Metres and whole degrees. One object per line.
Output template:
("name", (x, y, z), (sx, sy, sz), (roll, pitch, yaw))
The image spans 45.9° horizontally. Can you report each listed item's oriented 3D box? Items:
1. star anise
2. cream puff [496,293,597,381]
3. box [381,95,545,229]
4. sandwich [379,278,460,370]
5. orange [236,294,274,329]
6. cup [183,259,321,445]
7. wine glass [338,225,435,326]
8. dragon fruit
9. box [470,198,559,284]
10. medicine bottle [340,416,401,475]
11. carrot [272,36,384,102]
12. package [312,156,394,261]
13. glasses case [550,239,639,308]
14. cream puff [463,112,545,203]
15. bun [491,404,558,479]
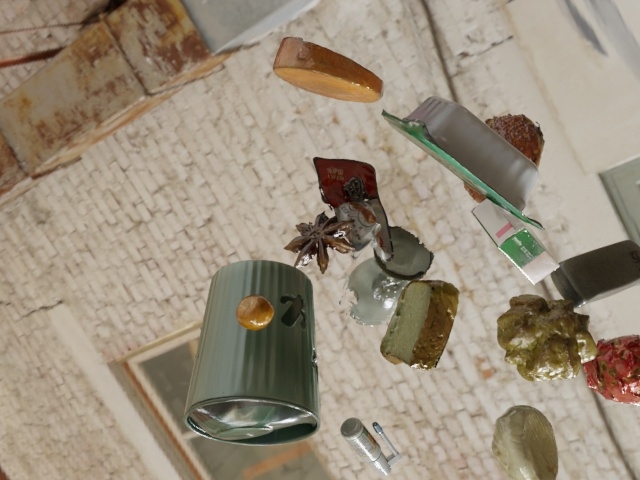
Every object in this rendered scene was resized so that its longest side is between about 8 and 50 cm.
("star anise", (0.000, -0.001, 1.612), (0.057, 0.168, 0.167), (58, -151, -42))
("cream puff", (0.570, 0.240, 1.901), (0.244, 0.196, 0.244), (5, -101, -25))
("box", (0.298, -0.177, 1.494), (0.337, 0.106, 0.264), (33, -171, -21))
("sandwich", (0.245, 0.208, 1.867), (0.087, 0.251, 0.226), (19, -97, -12))
("orange", (-0.141, 0.156, 1.628), (0.070, 0.083, 0.083), (59, -150, -37))
("cup", (-0.150, 0.299, 1.841), (0.401, 0.310, 0.392), (91, -179, -57))
("wine glass", (0.184, 0.113, 2.198), (0.191, 0.357, 0.190), (9, -121, -15))
("dragon fruit", (0.862, 0.353, 2.083), (0.205, 0.268, 0.210), (-25, -95, -34))
("box", (0.440, -0.005, 1.702), (0.199, 0.081, 0.135), (35, -160, -39))
("medicine bottle", (0.136, 0.531, 1.958), (0.220, 0.092, 0.061), (57, 172, -36))
("carrot", (0.027, -0.452, 2.040), (0.307, 0.258, 0.100), (16, -88, -7))
("package", (0.084, -0.072, 1.762), (0.194, 0.071, 0.269), (10, -129, -44))
("glasses case", (0.768, 0.087, 2.051), (0.323, 0.074, 0.131), (-14, -115, -31))
("cream puff", (0.425, -0.193, 1.791), (0.164, 0.240, 0.240), (24, -141, 0))
("bun", (0.406, 0.426, 1.534), (0.183, 0.102, 0.183), (27, -128, -41))
